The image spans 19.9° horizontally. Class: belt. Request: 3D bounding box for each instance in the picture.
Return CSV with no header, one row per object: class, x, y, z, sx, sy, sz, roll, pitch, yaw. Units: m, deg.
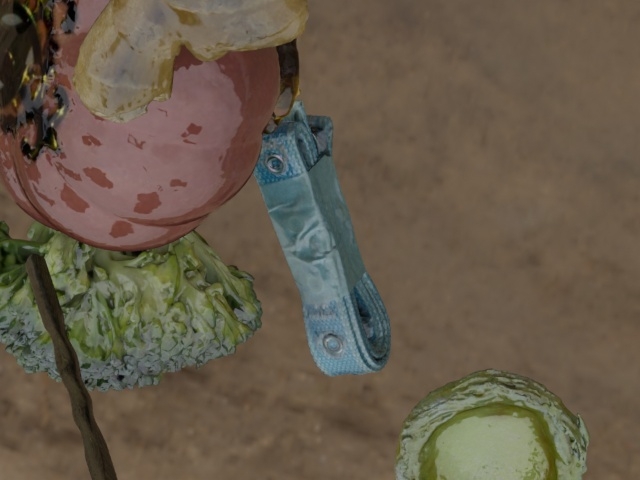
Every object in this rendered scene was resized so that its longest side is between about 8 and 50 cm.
belt,0.000,0.000,1.841,0.072,0.087,0.302,-4,114,31

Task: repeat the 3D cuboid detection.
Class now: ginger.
ginger,-0.068,-0.217,1.202,0.148,0.081,0.334,18,115,7

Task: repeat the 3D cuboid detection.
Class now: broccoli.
broccoli,-0.176,0.017,1.682,0.248,0.288,0.246,9,101,14

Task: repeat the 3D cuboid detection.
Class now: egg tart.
egg tart,0.168,0.212,1.813,0.197,0.078,0.197,1,103,3

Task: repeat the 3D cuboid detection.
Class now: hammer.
hammer,-0.129,0.076,0.948,0.058,0.292,0.029,29,104,-29

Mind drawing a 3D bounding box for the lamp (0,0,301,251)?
lamp,-0.140,-0.142,1.458,0.239,0.305,0.305,4,149,-35
